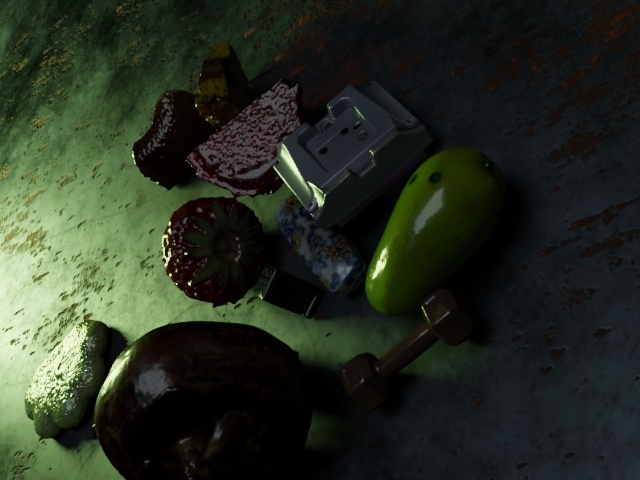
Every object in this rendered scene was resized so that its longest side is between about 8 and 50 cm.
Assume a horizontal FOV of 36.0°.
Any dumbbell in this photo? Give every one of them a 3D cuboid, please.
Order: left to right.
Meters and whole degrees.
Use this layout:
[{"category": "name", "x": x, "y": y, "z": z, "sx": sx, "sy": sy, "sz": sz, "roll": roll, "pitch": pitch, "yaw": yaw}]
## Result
[{"category": "dumbbell", "x": 0.130, "y": 0.163, "z": 1.464, "sx": 0.231, "sy": 0.082, "sz": 0.092, "roll": -42, "pitch": 45, "yaw": 22}]

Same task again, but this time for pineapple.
[{"category": "pineapple", "x": -0.187, "y": -0.293, "z": 1.983, "sx": 0.080, "sy": 0.135, "sz": 0.233, "roll": -10, "pitch": 38, "yaw": 11}]

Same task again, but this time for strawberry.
[{"category": "strawberry", "x": -0.210, "y": 0.018, "z": 1.833, "sx": 0.244, "sy": 0.205, "sz": 0.205, "roll": -12, "pitch": 60, "yaw": 66}]

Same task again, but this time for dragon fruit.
[{"category": "dragon fruit", "x": -0.104, "y": -0.188, "z": 1.839, "sx": 0.262, "sy": 0.163, "sz": 0.189, "roll": -39, "pitch": 18, "yaw": 21}]

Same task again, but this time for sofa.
[{"category": "sofa", "x": -0.054, "y": 0.087, "z": 1.660, "sx": 0.039, "sy": 0.118, "sz": 0.060, "roll": 26, "pitch": 90, "yaw": 50}]

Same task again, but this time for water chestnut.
[{"category": "water chestnut", "x": -0.179, "y": 0.291, "z": 1.512, "sx": 0.350, "sy": 0.350, "sz": 0.302, "roll": -47, "pitch": 26, "yaw": 18}]

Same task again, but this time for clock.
[{"category": "clock", "x": 0.047, "y": -0.148, "z": 1.663, "sx": 0.253, "sy": 0.083, "sz": 0.186, "roll": -41, "pitch": 44, "yaw": 2}]

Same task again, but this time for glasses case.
[{"category": "glasses case", "x": 0.000, "y": 0.000, "z": 1.689, "sx": 0.087, "sy": 0.065, "sz": 0.248, "roll": -48, "pitch": 43, "yaw": 8}]

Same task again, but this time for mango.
[{"category": "mango", "x": 0.162, "y": -0.008, "z": 1.469, "sx": 0.293, "sy": 0.143, "sz": 0.175, "roll": -56, "pitch": 2, "yaw": 19}]

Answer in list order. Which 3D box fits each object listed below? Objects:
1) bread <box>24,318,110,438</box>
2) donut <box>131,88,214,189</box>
[{"category": "bread", "x": -0.536, "y": 0.306, "z": 2.085, "sx": 0.286, "sy": 0.056, "sz": 0.207, "roll": -49, "pitch": 42, "yaw": 17}, {"category": "donut", "x": -0.304, "y": -0.222, "z": 2.071, "sx": 0.187, "sy": 0.126, "sz": 0.144, "roll": -40, "pitch": 54, "yaw": 24}]
